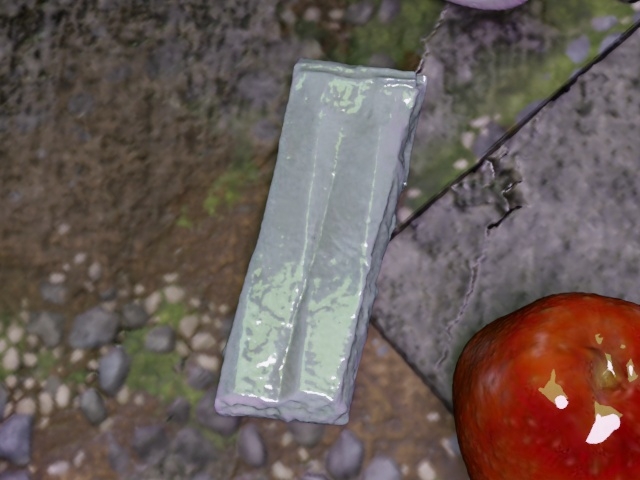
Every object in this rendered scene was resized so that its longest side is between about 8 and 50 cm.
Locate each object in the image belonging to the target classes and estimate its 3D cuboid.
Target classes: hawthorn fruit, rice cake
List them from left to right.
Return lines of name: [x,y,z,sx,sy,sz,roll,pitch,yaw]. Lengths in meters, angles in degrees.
rice cake: [0.000,0.000,0.705,0.085,0.040,0.226,11,75,11]
hawthorn fruit: [0.134,0.089,0.607,0.132,0.138,0.133,-2,70,7]

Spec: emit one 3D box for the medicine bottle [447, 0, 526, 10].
medicine bottle: [0.147,-0.343,0.688,0.219,0.219,0.388,31,80,16]
